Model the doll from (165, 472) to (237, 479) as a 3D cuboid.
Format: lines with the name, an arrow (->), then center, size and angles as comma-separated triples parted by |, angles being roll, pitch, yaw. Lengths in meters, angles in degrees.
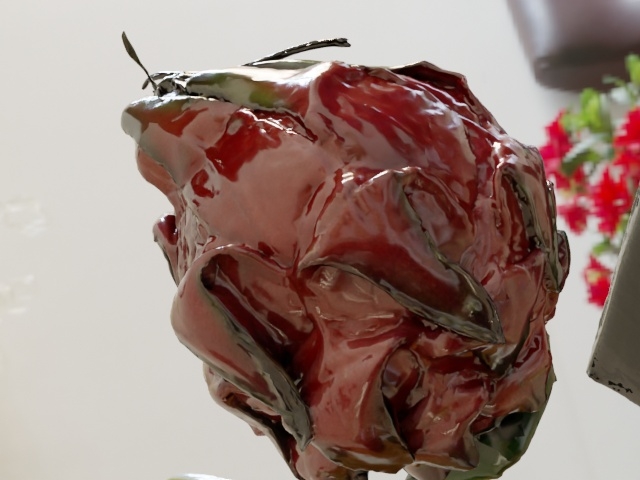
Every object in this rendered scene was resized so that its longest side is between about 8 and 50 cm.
doll -> -0.031, 0.303, 1.225 | 0.145, 0.316, 0.103 | 41, -125, -36

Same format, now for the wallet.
wallet -> 0.282, 0.029, 0.917 | 0.146, 0.030, 0.285 | 34, 134, 33

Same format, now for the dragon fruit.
dragon fruit -> 0.000, 0.000, 0.649 | 0.234, 0.293, 0.234 | -53, 3, 4
